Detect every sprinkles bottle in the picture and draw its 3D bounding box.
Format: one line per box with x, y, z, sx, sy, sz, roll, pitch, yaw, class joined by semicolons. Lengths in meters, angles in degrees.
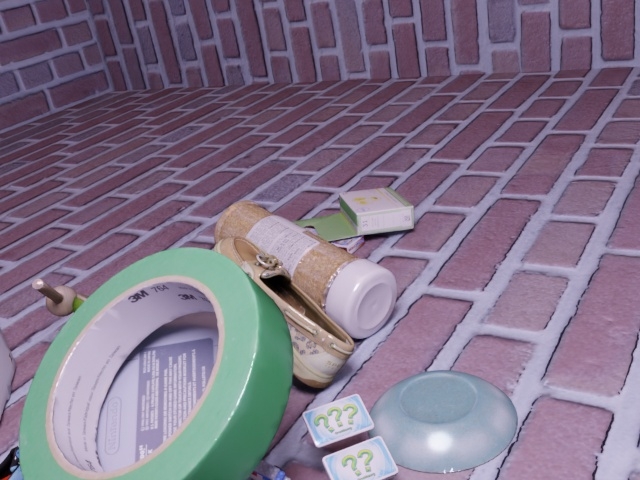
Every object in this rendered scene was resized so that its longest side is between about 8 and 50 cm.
-0.036;0.040;1.203;0.121;0.121;0.355;-28;39;-34;sprinkles bottle

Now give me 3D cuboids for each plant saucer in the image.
0.153;0.216;0.907;0.194;0.037;0.195;-8;25;4;plant saucer

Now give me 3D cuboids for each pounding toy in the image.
-0.356;0.160;1.136;0.236;0.110;0.183;24;-9;-5;pounding toy

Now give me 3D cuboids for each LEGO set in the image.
-0.031;0.265;0.763;0.244;0.060;0.182;-14;49;-17;LEGO set

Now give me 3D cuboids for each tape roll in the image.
-0.186;0.160;0.783;0.321;0.077;0.321;-18;48;21;tape roll

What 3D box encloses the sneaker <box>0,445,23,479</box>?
-0.367;0.295;0.905;0.162;0.073;0.063;-24;27;-27;sneaker

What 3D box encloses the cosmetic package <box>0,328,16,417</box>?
-0.685;0.232;1.077;0.365;0.155;0.197;-17;23;-11;cosmetic package

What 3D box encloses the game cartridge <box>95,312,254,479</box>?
-0.184;0.226;0.869;0.198;0.062;0.297;-12;51;3;game cartridge

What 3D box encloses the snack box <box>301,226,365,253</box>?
0.000;0.000;1.457;0.178;0.022;0.064;8;28;35;snack box

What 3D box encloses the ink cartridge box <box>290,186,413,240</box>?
0.060;-0.055;1.477;0.235;0.056;0.171;-7;19;-9;ink cartridge box

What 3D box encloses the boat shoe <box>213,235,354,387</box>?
-0.054;0.086;1.054;0.285;0.089;0.104;48;26;22;boat shoe
